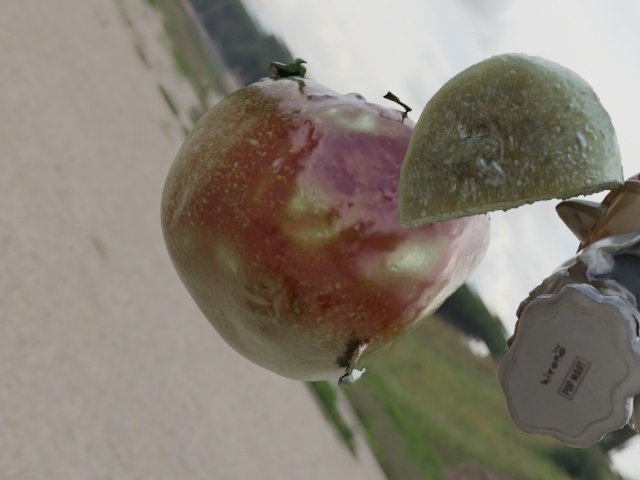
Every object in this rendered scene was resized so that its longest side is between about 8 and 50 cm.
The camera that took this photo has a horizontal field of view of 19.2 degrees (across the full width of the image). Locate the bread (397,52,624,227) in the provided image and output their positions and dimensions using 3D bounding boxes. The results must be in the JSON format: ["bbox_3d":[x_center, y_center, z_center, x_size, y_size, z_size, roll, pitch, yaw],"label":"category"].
[{"bbox_3d":[0.123,-0.077,1.328,0.036,0.193,0.112,8,77,-47],"label":"bread"}]

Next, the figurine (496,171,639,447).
[{"bbox_3d":[0.235,0.015,1.295,0.166,0.207,0.387,29,31,15],"label":"figurine"}]

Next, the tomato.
[{"bbox_3d":[0.000,0.000,1.753,0.303,0.239,0.303,29,-20,12],"label":"tomato"}]
